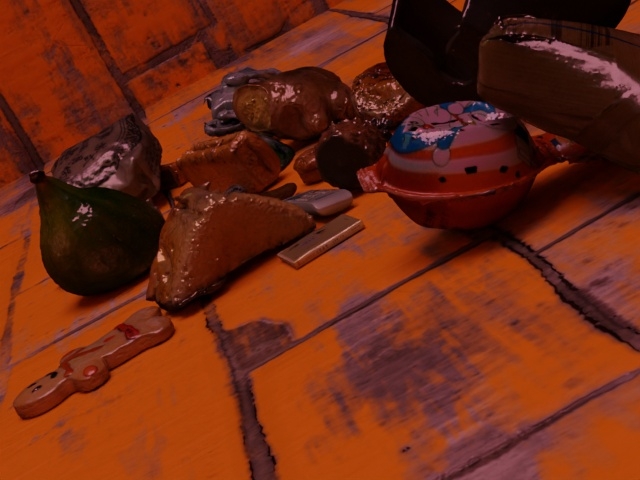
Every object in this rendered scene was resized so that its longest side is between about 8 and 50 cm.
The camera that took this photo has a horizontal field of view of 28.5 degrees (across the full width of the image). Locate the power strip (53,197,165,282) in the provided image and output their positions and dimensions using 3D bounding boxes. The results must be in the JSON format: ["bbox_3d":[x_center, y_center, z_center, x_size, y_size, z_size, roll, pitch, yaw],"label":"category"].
[{"bbox_3d":[-0.397,0.002,2.258,0.216,0.061,0.145,-35,18,-25],"label":"power strip"}]

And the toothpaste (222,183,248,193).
[{"bbox_3d":[-0.143,-0.066,2.031,0.060,0.038,0.233,-33,5,5],"label":"toothpaste"}]

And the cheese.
[{"bbox_3d":[0.206,-0.095,1.445,0.329,0.129,0.217,-10,22,-1],"label":"cheese"}]

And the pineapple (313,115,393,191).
[{"bbox_3d":[0.062,-0.145,1.888,0.108,0.108,0.198,-20,12,27],"label":"pineapple"}]

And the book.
[{"bbox_3d":[0.000,-0.001,1.691,0.111,0.014,0.077,-31,16,-12],"label":"book"}]

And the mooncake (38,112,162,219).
[{"bbox_3d":[-0.439,-0.126,2.499,0.250,0.136,0.254,-31,27,12],"label":"mooncake"}]

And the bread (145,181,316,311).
[{"bbox_3d":[-0.151,-0.015,1.771,0.252,0.133,0.174,-32,18,-15],"label":"bread"}]

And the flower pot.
[{"bbox_3d":[0.245,-0.326,1.837,0.379,0.379,0.251,-10,45,47],"label":"flower pot"}]

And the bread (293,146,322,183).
[{"bbox_3d":[-0.004,-0.125,2.026,0.081,0.046,0.083,-25,15,3],"label":"bread"}]

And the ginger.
[{"bbox_3d":[-0.018,-0.267,2.355,0.219,0.123,0.270,14,30,34],"label":"ginger"}]

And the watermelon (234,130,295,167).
[{"bbox_3d":[-0.093,-0.151,2.267,0.101,0.080,0.155,4,5,-17],"label":"watermelon"}]

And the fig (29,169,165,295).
[{"bbox_3d":[-0.375,-0.034,2.024,0.203,0.235,0.203,-30,17,10],"label":"fig"}]

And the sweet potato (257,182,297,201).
[{"bbox_3d":[-0.116,-0.035,1.922,0.249,0.059,0.069,-33,6,-33],"label":"sweet potato"}]

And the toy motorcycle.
[{"bbox_3d":[-0.132,-0.263,2.518,0.206,0.154,0.260,-5,24,-3],"label":"toy motorcycle"}]

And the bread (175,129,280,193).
[{"bbox_3d":[-0.159,-0.131,2.195,0.211,0.114,0.083,-6,43,52],"label":"bread"}]

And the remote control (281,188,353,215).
[{"bbox_3d":[-0.008,-0.055,1.844,0.061,0.029,0.162,-20,9,-19],"label":"remote control"}]

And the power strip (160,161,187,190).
[{"bbox_3d":[-0.331,-0.127,2.570,0.178,0.049,0.028,-9,20,49],"label":"power strip"}]

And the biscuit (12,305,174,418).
[{"bbox_3d":[-0.303,0.161,1.672,0.234,0.030,0.153,-32,14,-14],"label":"biscuit"}]

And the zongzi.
[{"bbox_3d":[0.281,-0.129,1.274,0.260,0.123,0.289,12,30,3],"label":"zongzi"}]

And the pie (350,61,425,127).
[{"bbox_3d":[0.187,-0.293,2.159,0.308,0.085,0.308,-25,15,7],"label":"pie"}]
